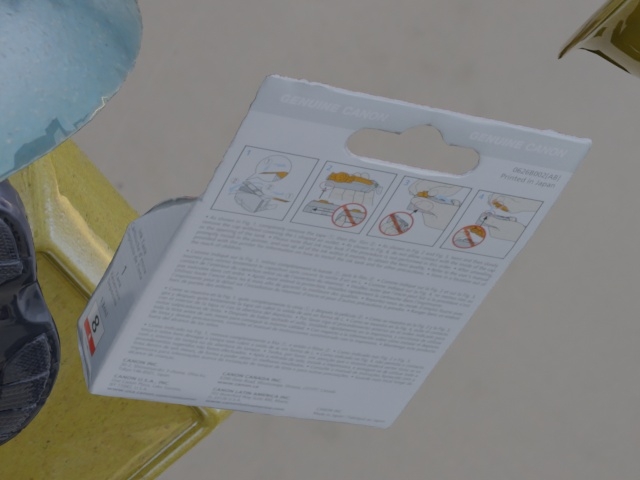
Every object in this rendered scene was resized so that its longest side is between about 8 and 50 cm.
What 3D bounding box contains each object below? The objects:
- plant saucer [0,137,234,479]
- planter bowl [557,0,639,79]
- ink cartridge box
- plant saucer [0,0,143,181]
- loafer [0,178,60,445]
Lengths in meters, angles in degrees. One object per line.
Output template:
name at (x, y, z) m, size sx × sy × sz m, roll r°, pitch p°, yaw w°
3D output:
plant saucer at (-0.231, 0.119, 1.321) m, size 0.333 × 0.333 × 0.081 m, roll 51°, pitch -1°, yaw -40°
planter bowl at (0.156, -0.080, 0.370) m, size 0.090 × 0.217 × 0.217 m, roll 47°, pitch 50°, yaw 1°
ink cartridge box at (0.000, 0.000, 0.735) m, size 0.145 × 0.179 × 0.045 m, roll 9°, pitch 41°, yaw -27°
plant saucer at (-0.144, -0.056, 0.468) m, size 0.195 × 0.037 × 0.195 m, roll -6°, pitch 31°, yaw 4°
loafer at (-0.219, 0.028, 1.129) m, size 0.109 × 0.302 × 0.095 m, roll -10°, pitch 59°, yaw -15°
